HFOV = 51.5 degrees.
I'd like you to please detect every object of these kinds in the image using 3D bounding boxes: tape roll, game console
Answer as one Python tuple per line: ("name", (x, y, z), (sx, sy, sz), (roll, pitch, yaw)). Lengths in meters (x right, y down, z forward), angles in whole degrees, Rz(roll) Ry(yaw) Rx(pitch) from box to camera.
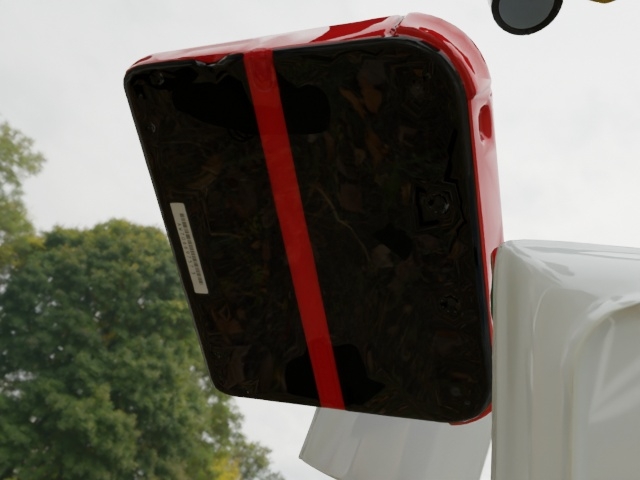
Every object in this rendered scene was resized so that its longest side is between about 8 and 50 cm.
("tape roll", (0.111, 0.266, 0.921), (0.246, 0.169, 0.246), (20, -13, 5))
("game console", (0.000, 0.000, 0.637), (0.341, 0.060, 0.387), (1, -65, 27))

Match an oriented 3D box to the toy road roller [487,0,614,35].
("toy road roller", (0.323, -0.439, 0.836), (0.329, 0.203, 0.241), (-15, -48, 18))

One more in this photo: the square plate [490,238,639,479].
("square plate", (0.276, 0.172, 0.392), (0.347, 0.344, 0.049), (3, -10, 11))
